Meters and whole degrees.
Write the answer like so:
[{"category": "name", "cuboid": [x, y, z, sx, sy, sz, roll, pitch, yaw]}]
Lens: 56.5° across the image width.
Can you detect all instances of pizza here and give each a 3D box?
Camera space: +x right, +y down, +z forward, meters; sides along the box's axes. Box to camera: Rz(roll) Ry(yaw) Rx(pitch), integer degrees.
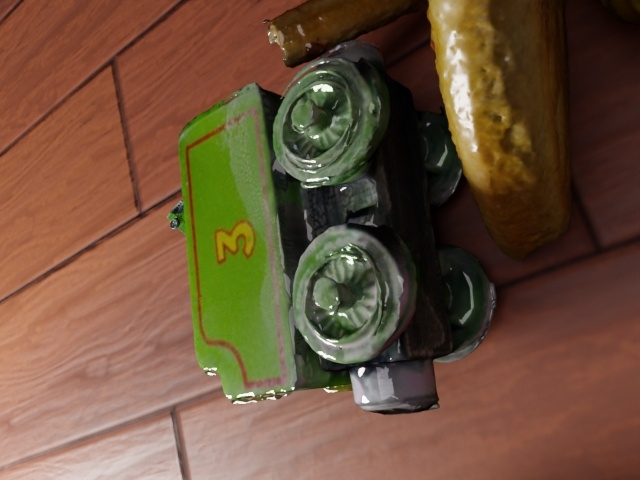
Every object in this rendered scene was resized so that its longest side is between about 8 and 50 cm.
[{"category": "pizza", "cuboid": [0.116, -0.134, 0.393, 0.087, 0.268, 0.258, -5, 76, 24]}, {"category": "pizza", "cuboid": [0.013, -0.211, 0.575, 0.161, 0.182, 0.062, 9, 131, 52]}]

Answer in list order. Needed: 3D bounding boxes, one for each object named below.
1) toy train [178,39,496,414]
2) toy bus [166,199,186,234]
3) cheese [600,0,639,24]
[{"category": "toy train", "cuboid": [0.000, 0.000, 0.518, 0.249, 0.173, 0.307, -19, 73, 37]}, {"category": "toy bus", "cuboid": [-0.144, -0.015, 0.698, 0.083, 0.031, 0.037, 37, 97, 32]}, {"category": "cheese", "cuboid": [0.205, -0.248, 0.429, 0.064, 0.156, 0.250, -21, 57, 22]}]
